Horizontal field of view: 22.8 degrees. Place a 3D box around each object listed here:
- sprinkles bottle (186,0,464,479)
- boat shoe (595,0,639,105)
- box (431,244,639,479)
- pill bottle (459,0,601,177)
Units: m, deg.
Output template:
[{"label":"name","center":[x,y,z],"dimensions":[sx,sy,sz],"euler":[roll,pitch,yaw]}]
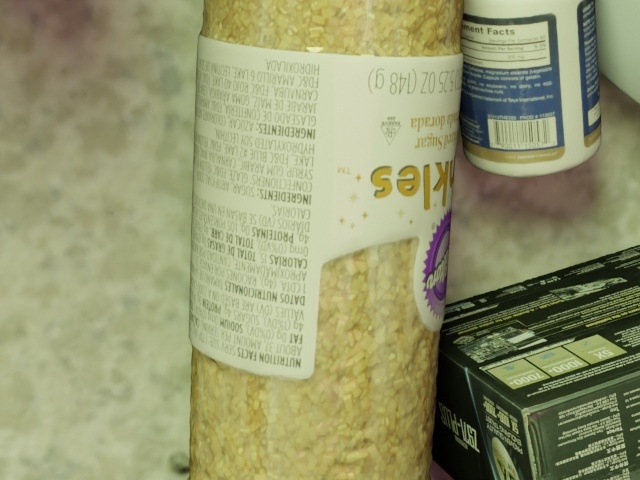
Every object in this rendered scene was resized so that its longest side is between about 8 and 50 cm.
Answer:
[{"label":"sprinkles bottle","center":[0.000,0.000,0.702],"dimensions":[0.121,0.121,0.356],"euler":[-2,103,-19]},{"label":"boat shoe","center":[0.234,-0.058,0.697],"dimensions":[0.102,0.301,0.108],"euler":[-30,143,-18]},{"label":"box","center":[0.150,0.065,0.755],"dimensions":[0.180,0.147,0.078],"euler":[-17,107,-15]},{"label":"pill bottle","center":[0.093,-0.095,0.731],"dimensions":[0.067,0.067,0.120],"euler":[-16,118,-15]}]
